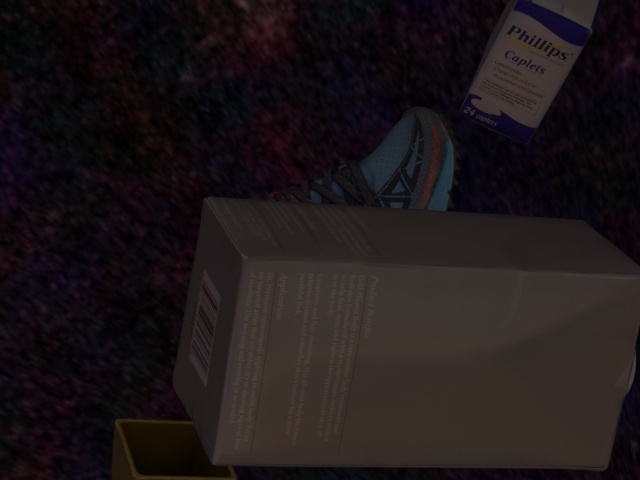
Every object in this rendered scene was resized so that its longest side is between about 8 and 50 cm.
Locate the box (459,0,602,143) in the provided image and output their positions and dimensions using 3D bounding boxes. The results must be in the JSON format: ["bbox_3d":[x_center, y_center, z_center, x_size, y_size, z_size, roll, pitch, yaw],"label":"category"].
[{"bbox_3d":[0.194,-0.181,1.423,0.072,0.137,0.126,25,41,0],"label":"box"}]

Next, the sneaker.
[{"bbox_3d":[0.000,0.000,1.189,0.262,0.125,0.104,-55,23,9],"label":"sneaker"}]

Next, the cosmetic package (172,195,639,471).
[{"bbox_3d":[0.050,0.053,0.884,0.237,0.107,0.127,4,110,-20],"label":"cosmetic package"}]

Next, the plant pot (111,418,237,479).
[{"bbox_3d":[-0.120,0.195,1.228,0.081,0.081,0.083,-123,43,-57],"label":"plant pot"}]
